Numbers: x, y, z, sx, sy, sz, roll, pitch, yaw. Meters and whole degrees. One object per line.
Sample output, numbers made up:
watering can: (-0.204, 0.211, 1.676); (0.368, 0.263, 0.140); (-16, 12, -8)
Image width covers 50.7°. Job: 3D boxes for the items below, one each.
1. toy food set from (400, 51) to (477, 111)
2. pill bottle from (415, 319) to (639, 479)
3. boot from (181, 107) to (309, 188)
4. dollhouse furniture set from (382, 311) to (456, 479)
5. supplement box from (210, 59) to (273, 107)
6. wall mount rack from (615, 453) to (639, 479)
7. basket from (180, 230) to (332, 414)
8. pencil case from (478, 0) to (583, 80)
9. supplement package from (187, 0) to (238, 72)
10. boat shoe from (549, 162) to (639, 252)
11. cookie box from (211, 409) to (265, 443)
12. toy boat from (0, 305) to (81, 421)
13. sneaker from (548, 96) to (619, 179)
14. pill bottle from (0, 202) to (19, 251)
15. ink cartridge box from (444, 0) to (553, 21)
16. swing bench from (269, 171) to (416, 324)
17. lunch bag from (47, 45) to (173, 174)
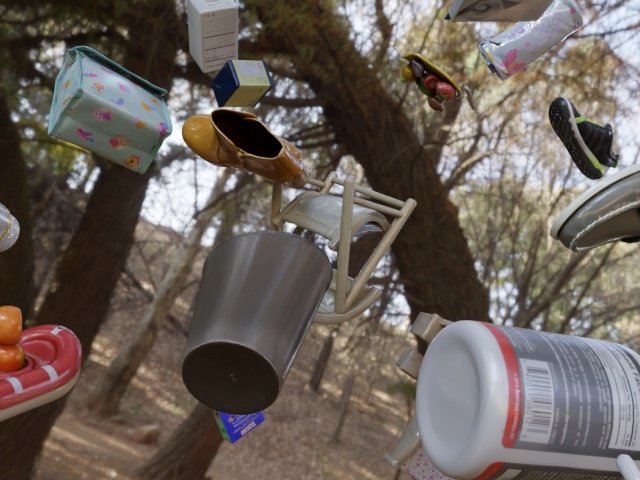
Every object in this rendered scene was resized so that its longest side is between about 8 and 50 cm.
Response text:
toy food set: (0.267, -0.369, 1.632); (0.218, 0.071, 0.128); (41, 3, 20)
pill bottle: (0.337, 0.237, 0.947); (0.363, 0.210, 0.210); (11, -13, -18)
boot: (-0.159, -0.189, 1.199); (0.295, 0.104, 0.211); (26, -6, 18)
dollhouse furniture set: (0.238, 0.362, 1.232); (0.303, 0.355, 0.174); (38, -12, -23)
supplement box: (-0.150, -0.298, 1.291); (0.083, 0.056, 0.083); (-9, -15, -37)
wall mount rack: (0.429, 0.367, 0.652); (0.304, 0.130, 0.350); (16, -33, 42)
basket: (-0.097, 0.112, 0.926); (0.205, 0.226, 0.154); (-10, -60, 16)
pencil case: (0.563, -0.550, 1.818); (0.124, 0.273, 0.113); (54, 15, -9)
supplement package: (-0.285, -0.555, 1.792); (0.105, 0.105, 0.179); (55, -28, 33)
boat shoe: (0.450, -0.049, 0.895); (0.109, 0.305, 0.091); (89, -24, -58)
cookie box: (-0.179, 0.361, 1.441); (0.040, 0.092, 0.107); (13, -53, 51)
toy boat: (-0.473, 0.171, 1.024); (0.151, 0.151, 0.231); (17, 16, 27)
sneaker: (0.586, -0.239, 1.488); (0.234, 0.097, 0.084); (49, 5, -30)
pill bottle: (-0.765, -0.048, 1.497); (0.119, 0.119, 0.208); (19, -15, 9)
ink cartridge box: (0.429, -0.562, 1.608); (0.224, 0.045, 0.224); (-2, -9, -5)
swing bench: (0.000, 0.000, 1.239); (0.165, 0.254, 0.253); (14, 8, -38)
lunch bag: (-0.455, -0.299, 1.469); (0.223, 0.160, 0.262); (25, 28, -34)
